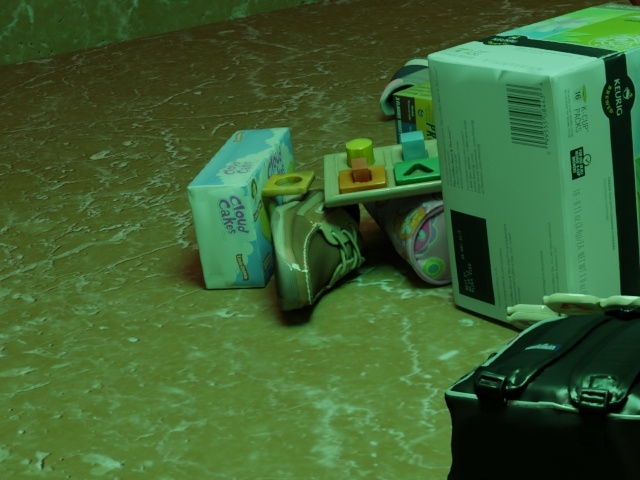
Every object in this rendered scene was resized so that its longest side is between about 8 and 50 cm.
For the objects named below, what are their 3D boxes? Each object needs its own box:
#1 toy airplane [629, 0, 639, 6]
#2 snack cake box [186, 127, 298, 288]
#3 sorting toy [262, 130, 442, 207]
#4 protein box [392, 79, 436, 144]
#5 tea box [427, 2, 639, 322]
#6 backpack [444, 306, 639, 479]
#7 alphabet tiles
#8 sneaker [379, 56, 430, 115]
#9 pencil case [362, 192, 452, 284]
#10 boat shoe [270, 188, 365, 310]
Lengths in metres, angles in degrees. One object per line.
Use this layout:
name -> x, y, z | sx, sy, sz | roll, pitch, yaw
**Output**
toy airplane -> 0.576, -0.346, 2.332 | 0.386, 0.384, 0.272 | -6, -16, -15
snack cake box -> -0.102, -0.051, 2.035 | 0.089, 0.152, 0.264 | -3, 21, 13
sorting toy -> 0.090, -0.105, 1.926 | 0.348, 0.047, 0.196 | -8, 22, 3
protein box -> 0.260, -0.186, 2.293 | 0.200, 0.136, 0.201 | 14, 29, 44
tea box -> 0.332, -0.094, 1.741 | 0.324, 0.329, 0.220 | -21, 23, -32
backpack -> 0.253, 0.161, 1.282 | 0.225, 0.191, 0.253 | 3, 23, 32
alphabet tiles -> 0.344, 0.095, 1.477 | 0.284, 0.021, 0.278 | 2, -13, 24
sneaker -> 0.249, -0.248, 2.547 | 0.319, 0.112, 0.131 | 8, 42, 42
pencil case -> 0.140, -0.037, 1.968 | 0.124, 0.124, 0.284 | -11, 20, -10
boat shoe -> 0.000, 0.000, 1.915 | 0.116, 0.123, 0.324 | -3, 22, 6
